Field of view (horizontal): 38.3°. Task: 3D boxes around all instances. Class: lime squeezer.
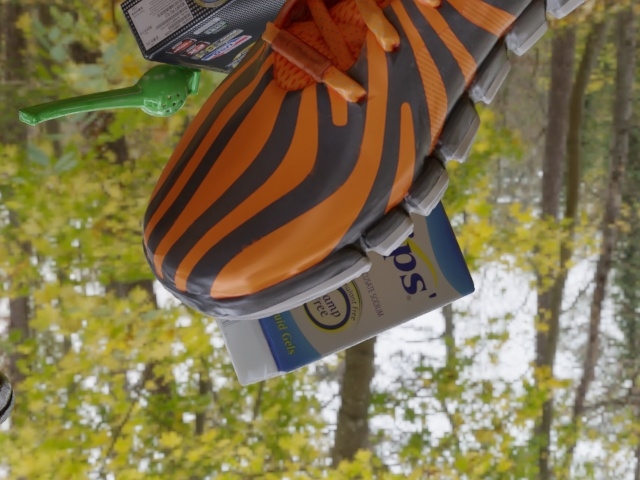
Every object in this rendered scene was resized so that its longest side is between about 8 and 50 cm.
[{"bbox_3d":[-0.172,-0.181,0.970,0.110,0.059,0.310,12,-139,21],"label":"lime squeezer"}]

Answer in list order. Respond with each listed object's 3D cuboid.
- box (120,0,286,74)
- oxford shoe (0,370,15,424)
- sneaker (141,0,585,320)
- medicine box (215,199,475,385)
[{"bbox_3d":[-0.023,-0.253,0.877,0.270,0.060,0.216,-28,175,20],"label":"box"},{"bbox_3d":[-0.416,0.148,0.882,0.227,0.083,0.096,-9,158,-18],"label":"oxford shoe"},{"bbox_3d":[0.022,-0.121,0.360,0.124,0.321,0.180,37,173,29],"label":"sneaker"},{"bbox_3d":[0.000,0.000,1.134,0.289,0.263,0.149,-20,176,-27],"label":"medicine box"}]
